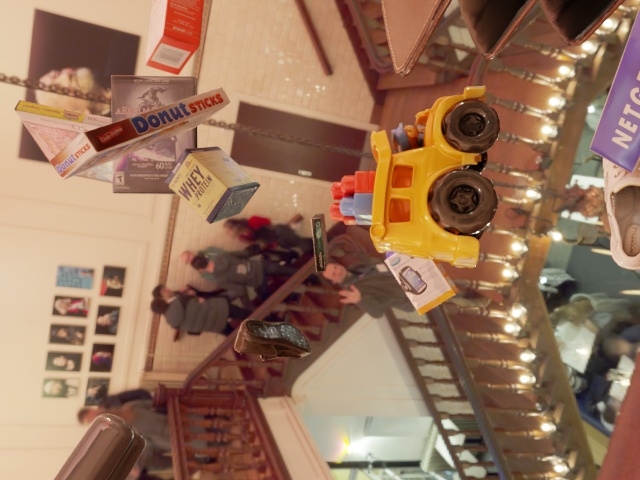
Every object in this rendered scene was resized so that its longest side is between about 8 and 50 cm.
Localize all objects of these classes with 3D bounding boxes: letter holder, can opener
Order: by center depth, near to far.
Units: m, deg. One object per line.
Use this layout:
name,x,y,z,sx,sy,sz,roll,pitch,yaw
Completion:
can opener,-0.241,0.308,0.472,0.076,0.095,0.283,84,-150,-55
letter holder,0.166,-0.314,0.519,0.214,0.152,0.301,123,151,-54

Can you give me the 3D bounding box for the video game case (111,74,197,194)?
video game case,-0.389,-0.246,1.220,0.026,0.196,0.273,-106,17,-86

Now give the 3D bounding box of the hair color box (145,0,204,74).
hair color box,-0.199,-0.330,0.722,0.093,0.054,0.167,-15,70,57

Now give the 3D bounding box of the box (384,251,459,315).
box,0.178,0.058,0.943,0.081,0.028,0.136,-38,76,30

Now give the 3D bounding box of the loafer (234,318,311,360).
loafer,-0.113,0.236,1.200,0.078,0.220,0.080,-48,45,18

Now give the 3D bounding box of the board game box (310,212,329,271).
board game box,0.000,0.000,1.276,0.186,0.026,0.126,-68,-28,-83

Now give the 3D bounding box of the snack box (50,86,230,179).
snack box,-0.163,-0.106,0.497,0.064,0.178,0.022,-20,104,37

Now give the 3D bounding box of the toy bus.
toy bus,0.119,-0.083,0.687,0.149,0.212,0.220,44,-129,-74

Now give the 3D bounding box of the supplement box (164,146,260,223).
supplement box,-0.141,-0.076,0.687,0.056,0.083,0.083,-51,-7,22

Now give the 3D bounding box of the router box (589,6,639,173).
router box,0.557,-0.304,0.751,0.082,0.301,0.335,44,169,30

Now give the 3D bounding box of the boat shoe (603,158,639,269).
boat shoe,0.537,-0.092,0.883,0.098,0.096,0.276,-4,79,31

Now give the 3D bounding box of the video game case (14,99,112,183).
video game case,-0.618,-0.242,1.363,0.274,0.249,0.035,98,-177,-63
